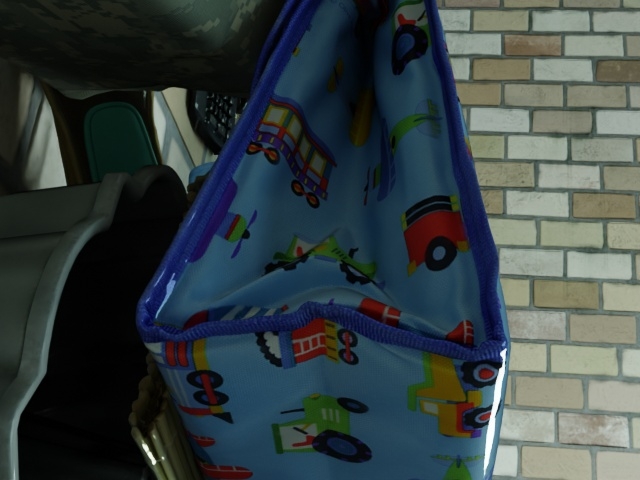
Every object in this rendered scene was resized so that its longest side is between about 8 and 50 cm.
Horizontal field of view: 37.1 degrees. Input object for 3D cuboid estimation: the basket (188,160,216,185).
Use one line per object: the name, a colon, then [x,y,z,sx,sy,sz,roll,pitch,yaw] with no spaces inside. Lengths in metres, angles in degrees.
basket: [0.000,0.000,0.968,0.289,0.254,0.201,98,-9,-61]

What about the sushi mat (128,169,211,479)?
sushi mat: [-0.052,0.119,0.560,0.317,0.019,0.151,82,13,-51]

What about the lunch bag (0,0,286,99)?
lunch bag: [-0.099,-0.231,0.428,0.235,0.168,0.287,24,71,-74]

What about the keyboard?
keyboard: [-0.093,-0.246,1.032,0.201,0.033,0.317,60,34,-76]

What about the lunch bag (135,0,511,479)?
lunch bag: [0.024,-0.016,0.492,0.221,0.138,0.293,84,12,-52]

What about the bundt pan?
bundt pan: [-0.138,0.126,0.454,0.331,0.124,0.331,1,90,-83]

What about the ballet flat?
ballet flat: [-0.141,-0.090,0.587,0.073,0.080,0.232,-4,-87,60]
